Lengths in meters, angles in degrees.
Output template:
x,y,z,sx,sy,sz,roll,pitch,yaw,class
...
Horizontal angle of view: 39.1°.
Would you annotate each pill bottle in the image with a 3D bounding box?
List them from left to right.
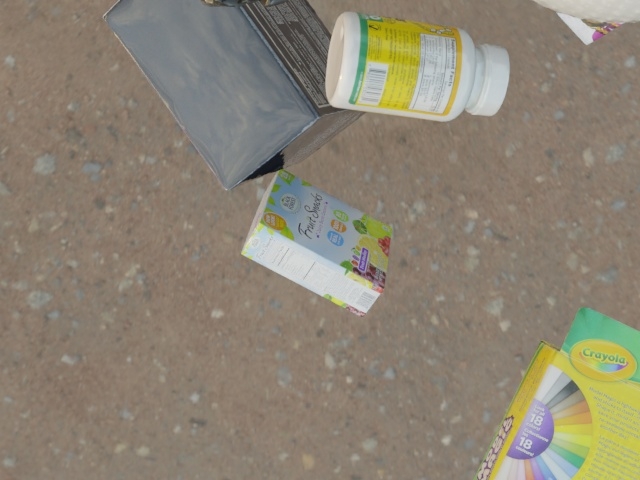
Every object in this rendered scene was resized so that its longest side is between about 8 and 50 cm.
x,y,z,sx,sy,sz,roll,pitch,yaw,class
0.118,-0.209,1.105,0.208,0.118,0.118,6,118,-10,pill bottle

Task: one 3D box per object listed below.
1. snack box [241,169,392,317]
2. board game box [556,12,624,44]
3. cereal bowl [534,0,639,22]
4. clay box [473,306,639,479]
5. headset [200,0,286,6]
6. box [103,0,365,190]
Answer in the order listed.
x,y,z,sx,sy,sz,roll,pitch,yaw,class
0.000,0.000,1.358,0.207,0.174,0.070,27,122,-9,snack box
0.445,-0.420,1.056,0.066,0.318,0.318,39,141,-19,board game box
0.215,-0.326,0.677,0.339,0.141,0.339,24,128,35,cereal bowl
0.166,0.164,0.569,0.127,0.053,0.222,26,91,1,clay box
0.039,-0.291,0.495,0.243,0.185,0.394,34,146,-10,headset
-0.104,-0.256,1.298,0.182,0.294,0.296,-36,89,22,box
